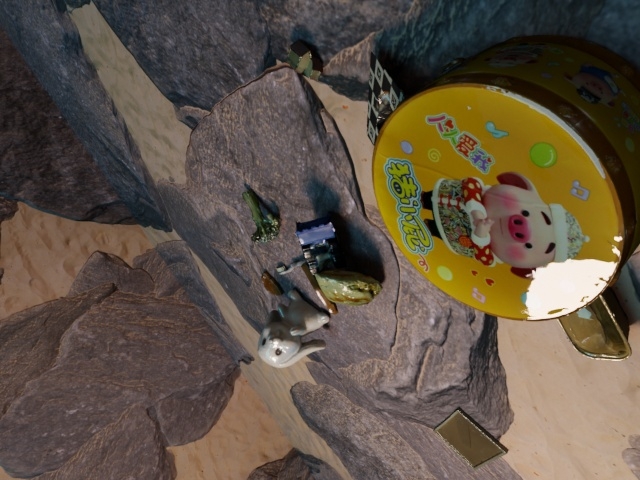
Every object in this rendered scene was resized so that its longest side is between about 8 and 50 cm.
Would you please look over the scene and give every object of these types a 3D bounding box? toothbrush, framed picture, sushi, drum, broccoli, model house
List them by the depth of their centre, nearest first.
[{"bbox_3d":[0.302,-0.095,0.737,0.431,0.214,0.431,35,146,28],"label":"drum"},{"bbox_3d":[0.145,-0.248,0.909,0.210,0.040,0.193,85,168,-50],"label":"sushi"},{"bbox_3d":[-0.034,-0.410,1.024,0.083,0.057,0.058,53,128,37],"label":"model house"},{"bbox_3d":[0.479,0.653,1.471,0.184,0.016,0.250,39,147,21],"label":"framed picture"},{"bbox_3d":[-0.212,-0.086,1.565,0.204,0.118,0.122,63,-178,12],"label":"broccoli"},{"bbox_3d":[-0.076,0.083,1.609,0.375,0.028,0.037,-22,96,59],"label":"toothbrush"}]

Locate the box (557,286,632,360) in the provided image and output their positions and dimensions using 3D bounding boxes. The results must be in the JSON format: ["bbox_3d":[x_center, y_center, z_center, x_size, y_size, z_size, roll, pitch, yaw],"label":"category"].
[{"bbox_3d":[0.495,0.141,0.830,0.177,0.111,0.111,57,149,-8],"label":"box"}]

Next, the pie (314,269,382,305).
[{"bbox_3d":[0.080,0.144,1.329,0.200,0.090,0.248,10,166,11],"label":"pie"}]

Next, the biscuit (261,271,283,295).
[{"bbox_3d":[-0.202,0.190,1.897,0.130,0.019,0.120,36,146,26],"label":"biscuit"}]

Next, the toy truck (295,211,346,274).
[{"bbox_3d":[0.000,0.000,1.325,0.208,0.113,0.126,70,-173,-51],"label":"toy truck"}]

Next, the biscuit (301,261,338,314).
[{"bbox_3d":[0.009,0.169,1.515,0.182,0.034,0.215,58,180,41],"label":"biscuit"}]

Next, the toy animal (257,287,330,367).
[{"bbox_3d":[-0.117,0.343,1.726,0.249,0.289,0.174,54,159,40],"label":"toy animal"}]
